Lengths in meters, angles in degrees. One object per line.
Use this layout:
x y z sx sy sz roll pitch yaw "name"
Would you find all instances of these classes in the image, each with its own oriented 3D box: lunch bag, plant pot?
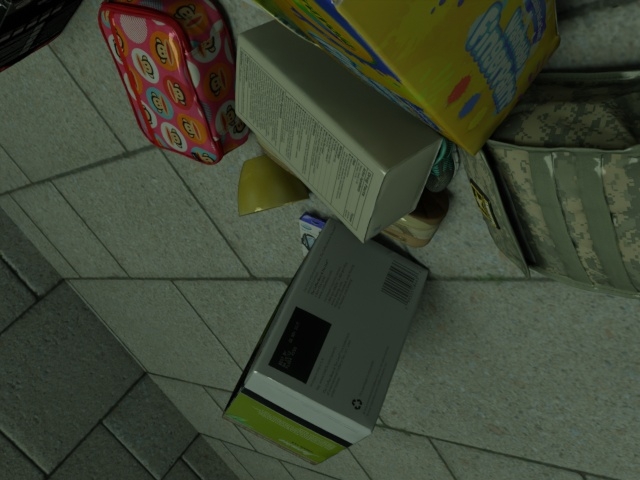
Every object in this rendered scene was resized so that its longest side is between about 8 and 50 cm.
-0.264 -0.292 1.127 0.258 0.120 0.293 23 142 32 "lunch bag"
-0.095 -0.106 1.174 0.134 0.134 0.095 -11 94 51 "plant pot"
0.291 -0.070 0.775 0.287 0.169 0.235 13 142 48 "lunch bag"

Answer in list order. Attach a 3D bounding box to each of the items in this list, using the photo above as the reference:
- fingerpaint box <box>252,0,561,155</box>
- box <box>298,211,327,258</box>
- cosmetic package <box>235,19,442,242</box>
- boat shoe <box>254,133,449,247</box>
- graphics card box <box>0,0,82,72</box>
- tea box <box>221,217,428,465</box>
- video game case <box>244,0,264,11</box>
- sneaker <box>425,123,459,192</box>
0.000 -0.269 0.549 0.371 0.163 0.445 40 -168 18 "fingerpaint box"
0.000 0.000 1.275 0.081 0.028 0.136 24 141 24 "box"
0.011 -0.166 0.918 0.309 0.113 0.160 46 151 21 "cosmetic package"
0.036 -0.094 1.039 0.341 0.122 0.110 32 145 11 "boat shoe"
-0.525 -0.418 1.128 0.371 0.233 0.094 -13 120 52 "graphics card box"
0.003 0.200 1.200 0.220 0.329 0.323 29 148 -3 "tea box"
-0.108 -0.424 0.891 0.173 0.022 0.190 32 147 13 "video game case"
0.161 -0.126 0.917 0.065 0.076 0.166 25 144 24 "sneaker"
